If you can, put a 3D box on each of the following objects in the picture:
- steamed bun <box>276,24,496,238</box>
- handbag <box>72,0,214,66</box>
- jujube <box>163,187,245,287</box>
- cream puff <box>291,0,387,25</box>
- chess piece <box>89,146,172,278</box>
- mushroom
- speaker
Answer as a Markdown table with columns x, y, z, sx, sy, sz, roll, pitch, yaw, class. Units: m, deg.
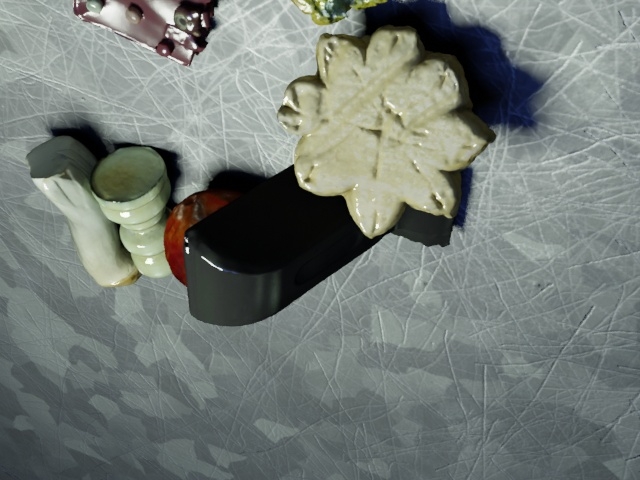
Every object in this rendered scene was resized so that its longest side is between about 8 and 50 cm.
| x | y | z | sx | sy | sz | roll | pitch | yaw | class |
| --- | --- | --- | --- | --- | --- | --- | --- | --- | --- |
| 0.095 | -0.152 | 1.791 | 0.295 | 0.137 | 0.292 | -1 | 101 | 8 | steamed bun |
| -0.249 | -0.364 | 1.862 | 0.216 | 0.074 | 0.203 | 27 | 141 | 3 | handbag |
| -0.155 | 0.027 | 2.142 | 0.190 | 0.190 | 0.255 | 8 | 143 | 24 | jujube |
| 0.019 | -0.352 | 1.672 | 0.121 | 0.156 | 0.156 | 45 | 150 | 32 | cream puff |
| -0.300 | -0.032 | 2.207 | 0.133 | 0.133 | 0.243 | 11 | 142 | 21 | chess piece |
| -0.407 | -0.036 | 2.240 | 0.122 | 0.159 | 0.329 | -3 | 135 | 20 | mushroom |
| 0.000 | 0.000 | 1.894 | 0.184 | 0.388 | 0.180 | 40 | 148 | 29 | speaker |
